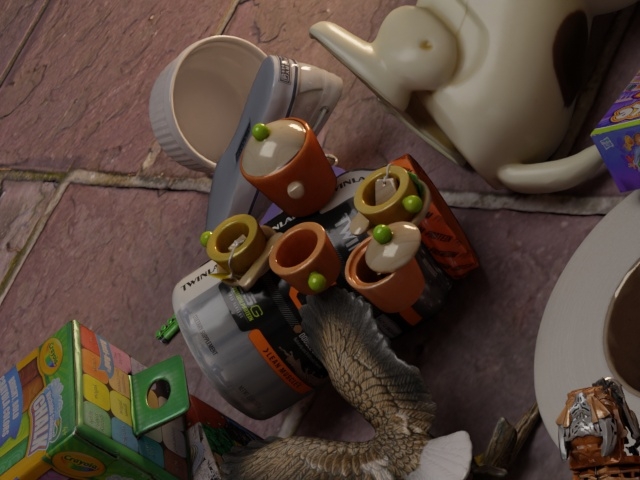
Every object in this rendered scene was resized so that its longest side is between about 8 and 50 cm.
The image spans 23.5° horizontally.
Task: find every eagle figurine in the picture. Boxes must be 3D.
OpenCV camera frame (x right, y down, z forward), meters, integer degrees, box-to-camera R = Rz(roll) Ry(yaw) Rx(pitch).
[{"bbox_3d":[0.054,0.212,1.657,0.226,0.298,0.225,-49,-16,-51],"label":"eagle figurine"}]

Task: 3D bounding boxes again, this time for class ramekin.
[{"bbox_3d":[-0.161,-0.199,2.330,0.109,0.207,0.207,-11,51,57],"label":"ramekin"}]

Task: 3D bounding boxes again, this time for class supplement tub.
[{"bbox_3d":[0.008,0.052,1.861,0.338,0.207,0.207,-34,37,10],"label":"supplement tub"}]

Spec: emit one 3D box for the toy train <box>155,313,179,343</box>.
[{"bbox_3d":[-0.210,0.120,2.260,0.083,0.017,0.024,-46,45,10],"label":"toy train"}]

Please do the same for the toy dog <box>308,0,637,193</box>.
[{"bbox_3d":[0.248,-0.292,1.856,0.408,0.284,0.395,-51,47,3],"label":"toy dog"}]

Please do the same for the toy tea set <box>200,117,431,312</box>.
[{"bbox_3d":[-0.004,-0.037,1.688,0.336,0.124,0.200,12,61,45],"label":"toy tea set"}]

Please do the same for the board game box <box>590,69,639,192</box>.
[{"bbox_3d":[0.478,-0.171,1.564,0.347,0.078,0.233,-12,28,44],"label":"board game box"}]

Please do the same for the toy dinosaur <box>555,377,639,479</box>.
[{"bbox_3d":[0.280,0.274,1.319,0.164,0.218,0.322,9,107,31],"label":"toy dinosaur"}]

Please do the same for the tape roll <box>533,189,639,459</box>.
[{"bbox_3d":[0.388,0.084,1.526,0.392,0.072,0.392,-32,39,29],"label":"tape roll"}]

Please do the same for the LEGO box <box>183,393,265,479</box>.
[{"bbox_3d":[-0.210,0.490,1.765,0.500,0.193,0.372,-46,35,10],"label":"LEGO box"}]

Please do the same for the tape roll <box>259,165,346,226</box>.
[{"bbox_3d":[0.000,0.000,2.059,0.189,0.080,0.189,-30,41,30],"label":"tape roll"}]

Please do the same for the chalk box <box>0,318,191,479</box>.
[{"bbox_3d":[-0.267,0.229,1.734,0.289,0.179,0.180,-39,36,20],"label":"chalk box"}]

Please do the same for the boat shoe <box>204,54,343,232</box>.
[{"bbox_3d":[-0.052,-0.105,2.175,0.136,0.156,0.367,-100,26,-45],"label":"boat shoe"}]
